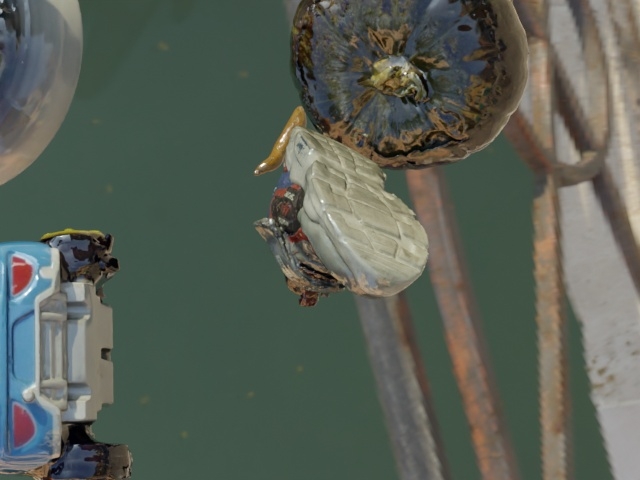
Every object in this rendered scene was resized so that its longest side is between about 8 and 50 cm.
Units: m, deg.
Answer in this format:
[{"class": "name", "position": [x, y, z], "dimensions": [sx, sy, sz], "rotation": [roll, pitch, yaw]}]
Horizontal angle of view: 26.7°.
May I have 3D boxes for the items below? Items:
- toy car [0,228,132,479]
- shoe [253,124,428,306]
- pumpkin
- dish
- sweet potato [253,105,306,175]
[{"class": "toy car", "position": [-0.241, 0.103, 1.076], "dimensions": [0.314, 0.166, 0.198], "rotation": [144, 125, -75]}, {"class": "shoe", "position": [0.000, 0.000, 1.062], "dimensions": [0.125, 0.099, 0.227], "rotation": [-57, 23, 18]}, {"class": "pumpkin", "position": [0.085, -0.181, 1.320], "dimensions": [0.238, 0.159, 0.238], "rotation": [2, 107, 6]}, {"class": "dish", "position": [-0.378, -0.187, 1.309], "dimensions": [0.273, 0.134, 0.273], "rotation": [-3, 83, 29]}, {"class": "sweet potato", "position": [-0.040, -0.110, 1.532], "dimensions": [0.026, 0.115, 0.026], "rotation": [20, 146, 15]}]
